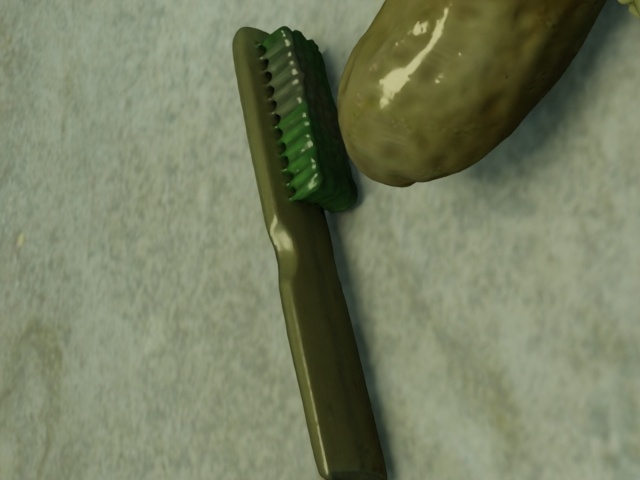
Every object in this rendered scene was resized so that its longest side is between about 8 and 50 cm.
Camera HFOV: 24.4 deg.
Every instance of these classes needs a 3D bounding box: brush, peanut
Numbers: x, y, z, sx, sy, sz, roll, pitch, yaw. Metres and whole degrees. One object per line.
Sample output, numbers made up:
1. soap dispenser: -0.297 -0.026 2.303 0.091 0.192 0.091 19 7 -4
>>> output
1. brush: 0.000 0.000 0.839 0.048 0.054 0.282 -26 62 31
2. peanut: 0.082 -0.128 0.710 0.110 0.120 0.236 35 108 7

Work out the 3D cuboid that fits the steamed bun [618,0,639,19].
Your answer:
1. steamed bun: 0.240 -0.127 0.467 0.273 0.166 0.232 14 72 20
